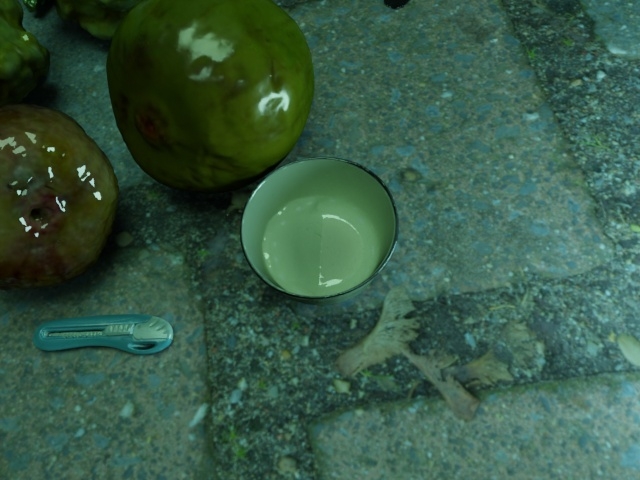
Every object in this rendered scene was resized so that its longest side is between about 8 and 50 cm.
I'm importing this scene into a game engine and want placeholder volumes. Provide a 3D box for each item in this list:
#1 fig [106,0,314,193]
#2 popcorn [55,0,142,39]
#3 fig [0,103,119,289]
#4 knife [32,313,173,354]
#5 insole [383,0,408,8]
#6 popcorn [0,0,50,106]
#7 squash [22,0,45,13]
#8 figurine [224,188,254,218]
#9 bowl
[{"bbox_3d":[-0.165,-0.253,0.995,0.343,0.343,0.343,-2,63,3],"label":"fig"},{"bbox_3d":[-0.465,-0.542,1.170,0.321,0.290,0.325,14,41,28],"label":"popcorn"},{"bbox_3d":[-0.487,-0.084,0.994,0.286,0.286,0.369,-37,31,-14],"label":"fig"},{"bbox_3d":[-0.339,0.146,0.951,0.222,0.031,0.064,-2,67,4],"label":"knife"},{"bbox_3d":[0.198,-0.541,1.274,0.064,0.004,0.188,35,71,19],"label":"insole"},{"bbox_3d":[-0.651,-0.343,1.056,0.293,0.292,0.334,-28,53,-10],"label":"popcorn"},{"bbox_3d":[-0.577,-0.654,1.325,0.118,0.118,0.370,10,68,9],"label":"squash"},{"bbox_3d":[-0.118,-0.058,1.037,0.083,0.047,0.050,3,78,-2],"label":"figurine"},{"bbox_3d":[0.000,0.000,0.948,0.238,0.126,0.237,-1,64,3],"label":"bowl"}]
